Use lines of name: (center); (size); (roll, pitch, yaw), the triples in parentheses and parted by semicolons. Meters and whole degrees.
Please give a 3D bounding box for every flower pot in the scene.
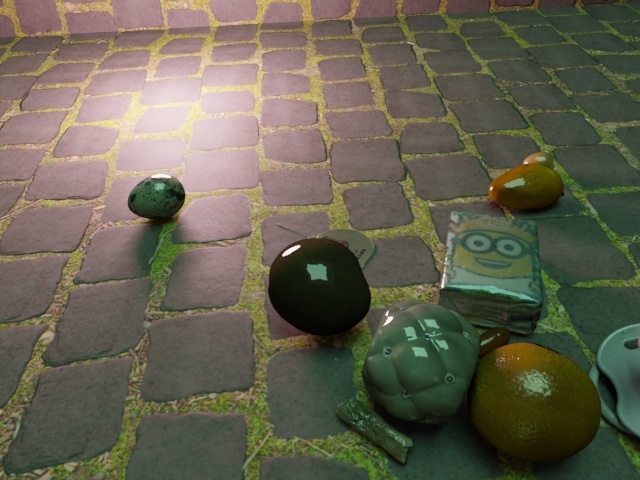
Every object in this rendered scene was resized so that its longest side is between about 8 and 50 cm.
flower pot: (0.196, 0.237, 1.033); (0.195, 0.246, 0.246); (22, 47, 13)

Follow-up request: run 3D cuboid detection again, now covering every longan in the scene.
longan: (0.003, 0.106, 1.204); (0.248, 0.248, 0.248); (-1, 42, 1)

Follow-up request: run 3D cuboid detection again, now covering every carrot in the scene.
carrot: (0.333, 0.248, 1.165); (0.216, 0.048, 0.048); (-21, 45, -13)

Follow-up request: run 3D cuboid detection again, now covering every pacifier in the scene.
pacifier: (0.654, 0.252, 1.017); (0.239, 0.225, 0.287); (-11, 38, 19)

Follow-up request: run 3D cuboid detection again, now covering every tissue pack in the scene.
tissue pack: (0.421, 0.067, 1.297); (0.228, 0.127, 0.310); (10, 42, 13)

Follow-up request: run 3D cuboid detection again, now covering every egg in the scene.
egg: (-0.487, -0.127, 1.542); (0.172, 0.132, 0.132); (-19, 44, -3)
egg: (0.698, -0.243, 1.666); (0.097, 0.080, 0.080); (0, 41, 16)

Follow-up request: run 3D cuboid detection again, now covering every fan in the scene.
fan: (0.000, -0.001, 1.473); (0.310, 0.010, 0.182); (21, 47, 23)

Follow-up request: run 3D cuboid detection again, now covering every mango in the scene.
mango: (0.611, -0.161, 1.557); (0.228, 0.109, 0.147); (-6, 66, -5)

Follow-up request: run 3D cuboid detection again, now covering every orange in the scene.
orange: (0.392, 0.300, 0.973); (0.237, 0.236, 0.236); (-1, 42, 1)

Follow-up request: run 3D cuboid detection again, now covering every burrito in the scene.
burrito: (0.106, 0.371, 1.030); (0.171, 0.042, 0.051); (28, 80, 35)
